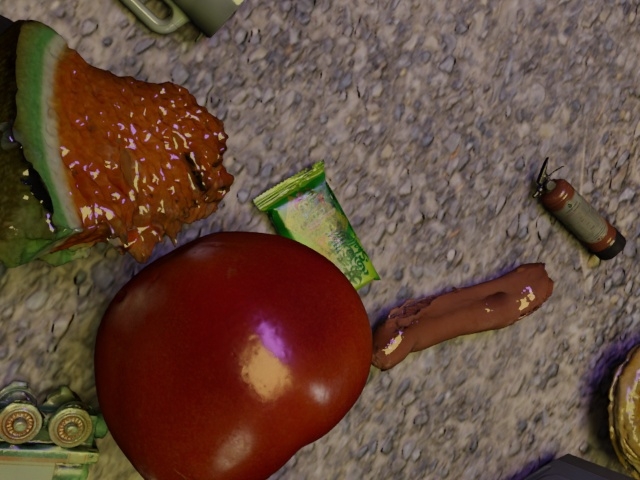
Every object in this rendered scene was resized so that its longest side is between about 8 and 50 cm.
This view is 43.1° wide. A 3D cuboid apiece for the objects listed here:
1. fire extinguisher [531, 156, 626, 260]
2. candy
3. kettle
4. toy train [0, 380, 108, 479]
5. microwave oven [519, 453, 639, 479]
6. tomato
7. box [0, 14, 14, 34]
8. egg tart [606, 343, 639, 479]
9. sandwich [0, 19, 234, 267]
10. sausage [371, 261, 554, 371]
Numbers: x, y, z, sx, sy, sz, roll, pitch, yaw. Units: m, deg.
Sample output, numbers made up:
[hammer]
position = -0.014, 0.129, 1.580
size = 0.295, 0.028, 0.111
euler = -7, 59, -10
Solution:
[fire extinguisher]
position = 0.366, -0.044, 1.160
size = 0.177, 0.050, 0.062
euler = 40, 94, -19
[candy]
position = 0.000, 0.000, 1.011
size = 0.102, 0.032, 0.178
euler = -33, 103, -20
[kettle]
position = -0.156, -0.307, 0.917
size = 0.148, 0.127, 0.098
euler = 40, 44, -16
[toy train]
position = -0.325, 0.215, 0.853
size = 0.194, 0.081, 0.125
euler = 11, 97, -26
[microwave oven]
position = 0.330, 0.507, 1.062
size = 0.286, 0.218, 0.355
euler = -22, 99, -20
[tomato]
position = -0.099, 0.110, 0.844
size = 0.298, 0.298, 0.226
euler = -38, 103, -19
[box]
position = -0.406, -0.155, 0.828
size = 0.201, 0.042, 0.212
euler = 26, 80, -22
[egg tart]
position = 0.509, 0.251, 1.197
size = 0.241, 0.106, 0.241
euler = 1, 87, -23
[sandwich]
position = -0.227, -0.075, 0.848
size = 0.301, 0.162, 0.250
euler = 6, 59, -47
[sausage]
position = 0.185, 0.097, 1.073
size = 0.304, 0.078, 0.078
euler = -16, 97, -24
